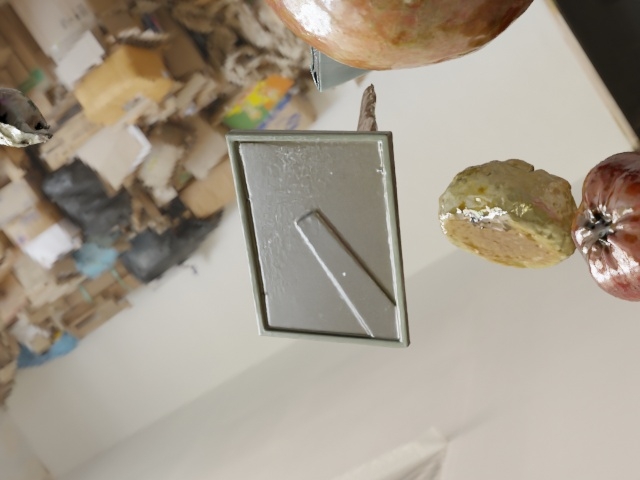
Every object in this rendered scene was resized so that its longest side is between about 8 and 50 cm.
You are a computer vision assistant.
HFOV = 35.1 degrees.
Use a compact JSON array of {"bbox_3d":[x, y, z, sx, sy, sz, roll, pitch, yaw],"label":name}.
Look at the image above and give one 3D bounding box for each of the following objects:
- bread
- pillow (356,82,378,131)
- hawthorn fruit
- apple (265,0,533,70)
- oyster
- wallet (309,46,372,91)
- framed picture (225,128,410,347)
[{"bbox_3d":[0.317,-0.050,1.687,0.244,0.244,0.134,-19,-137,62],"label":"bread"},{"bbox_3d":[0.073,-0.167,1.645,0.034,0.135,0.211,6,-151,0],"label":"pillow"},{"bbox_3d":[0.369,-0.015,1.059,0.203,0.163,0.162,0,171,-27],"label":"hawthorn fruit"},{"bbox_3d":[0.064,-0.291,0.840,0.301,0.302,0.301,-34,-172,5],"label":"apple"},{"bbox_3d":[-0.324,-0.129,1.054,0.053,0.108,0.166,-64,-172,7],"label":"oyster"},{"bbox_3d":[0.101,-0.377,1.871,0.251,0.054,0.290,-23,172,-5],"label":"wallet"},{"bbox_3d":[0.000,0.000,1.405,0.240,0.324,0.020,2,-154,22],"label":"framed picture"}]
